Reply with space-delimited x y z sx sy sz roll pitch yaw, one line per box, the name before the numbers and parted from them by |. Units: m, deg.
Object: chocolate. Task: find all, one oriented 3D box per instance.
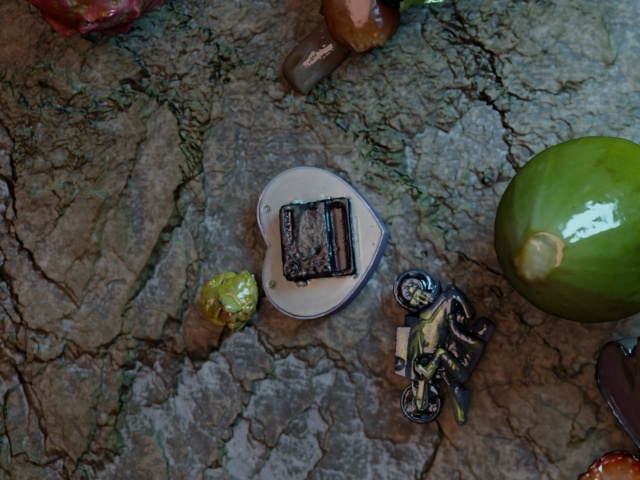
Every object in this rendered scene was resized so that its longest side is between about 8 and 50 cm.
chocolate | -0.012 -0.246 1.276 0.100 0.031 0.065 -40 70 14

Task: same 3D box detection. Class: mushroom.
mushroom | 0.392 0.172 1.044 0.188 0.117 0.141 47 138 44

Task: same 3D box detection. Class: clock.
clock | 0.000 0.000 1.235 0.172 0.064 0.198 -6 84 20

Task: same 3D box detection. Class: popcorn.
popcorn | -0.115 0.087 1.276 0.084 0.084 0.084 -2 85 19

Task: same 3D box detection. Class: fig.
fig | 0.292 0.000 1.051 0.207 0.230 0.207 11 131 13

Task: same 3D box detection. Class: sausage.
sausage | 0.030 -0.404 1.242 0.097 0.094 0.349 -12 80 6

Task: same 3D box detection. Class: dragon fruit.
dragon fruit | -0.315 -0.371 1.270 0.210 0.268 0.205 -15 99 18

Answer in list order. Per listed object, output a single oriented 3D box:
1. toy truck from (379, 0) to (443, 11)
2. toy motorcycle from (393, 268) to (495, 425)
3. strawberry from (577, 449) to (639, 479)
toy truck | 0.123 -0.415 1.149 0.135 0.128 0.260 -10 78 -13
toy motorcycle | 0.152 0.128 1.173 0.124 0.061 0.194 -5 82 17
strawberry | 0.369 0.356 1.064 0.190 0.111 0.237 -27 54 26
